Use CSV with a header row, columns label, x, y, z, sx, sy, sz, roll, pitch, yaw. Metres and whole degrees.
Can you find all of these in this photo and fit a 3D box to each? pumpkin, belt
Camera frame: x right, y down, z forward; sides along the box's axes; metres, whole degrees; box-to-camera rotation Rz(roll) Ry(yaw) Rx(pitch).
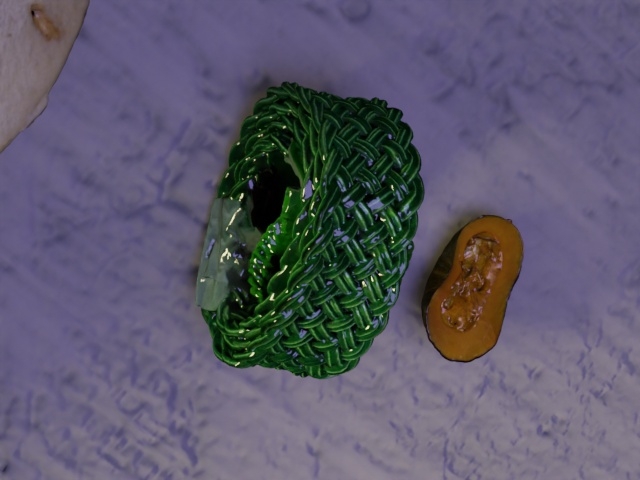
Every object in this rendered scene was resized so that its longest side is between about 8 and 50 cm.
label,x,y,z,sx,sy,sz,roll,pitch,yaw
pumpkin,0.080,0.024,0.889,0.050,0.028,0.083,28,87,-26
belt,0.000,0.000,0.804,0.079,0.121,0.151,11,115,-27

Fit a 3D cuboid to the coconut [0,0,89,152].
label,x,y,z,sx,sy,sz,roll,pitch,yaw
coconut,-0.225,-0.133,0.625,0.237,0.266,0.237,-45,150,-36
